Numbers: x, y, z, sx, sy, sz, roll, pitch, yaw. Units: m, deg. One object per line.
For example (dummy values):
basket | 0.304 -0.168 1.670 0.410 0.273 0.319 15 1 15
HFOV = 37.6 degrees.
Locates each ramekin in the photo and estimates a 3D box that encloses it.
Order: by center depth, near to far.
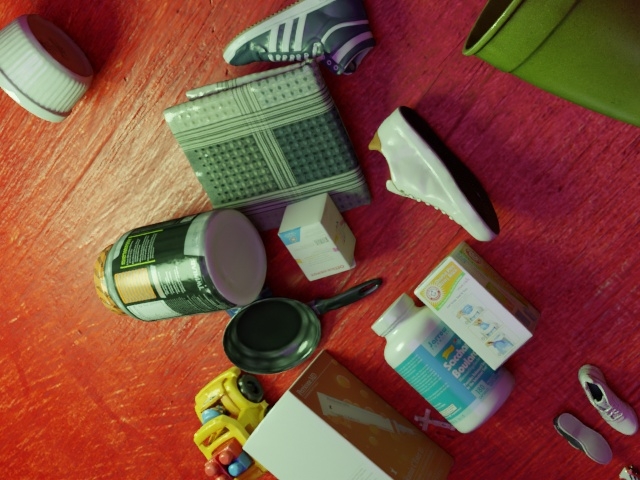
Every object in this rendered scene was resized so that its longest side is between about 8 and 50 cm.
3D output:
ramekin | -0.539 -0.342 1.828 0.109 0.207 0.207 -39 90 15

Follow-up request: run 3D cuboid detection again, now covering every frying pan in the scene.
frying pan | -0.056 0.139 1.838 0.197 0.053 0.326 30 112 -30

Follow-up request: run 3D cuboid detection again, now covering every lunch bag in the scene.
lunch bag | -0.140 0.121 1.887 0.065 0.067 0.098 44 113 3

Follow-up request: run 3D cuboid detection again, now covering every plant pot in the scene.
plant pot | 0.465 -0.339 1.416 0.353 0.366 0.366 33 114 -5

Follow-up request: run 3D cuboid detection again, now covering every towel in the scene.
towel | -0.097 -0.166 1.763 0.324 0.056 0.312 -13 122 21

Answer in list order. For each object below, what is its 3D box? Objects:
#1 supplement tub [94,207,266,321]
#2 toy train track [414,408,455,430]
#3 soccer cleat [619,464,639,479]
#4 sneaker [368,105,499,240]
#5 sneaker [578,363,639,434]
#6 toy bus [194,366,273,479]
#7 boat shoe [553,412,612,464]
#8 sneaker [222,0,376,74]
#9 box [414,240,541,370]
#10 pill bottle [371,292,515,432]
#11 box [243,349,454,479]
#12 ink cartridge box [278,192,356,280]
supplement tub | -0.278 0.054 1.832 0.316 0.193 0.194 -10 102 34
toy train track | 0.225 0.361 1.856 0.083 0.014 0.048 12 109 15
soccer cleat | 0.594 0.452 1.745 0.083 0.029 0.036 38 123 9
sneaker | 0.201 -0.097 1.693 0.123 0.106 0.290 -44 77 28
sneaker | 0.520 0.299 1.709 0.053 0.061 0.152 -40 91 23
toy bus | -0.182 0.397 1.903 0.149 0.211 0.220 -39 89 26
boat shoe | 0.487 0.370 1.753 0.125 0.038 0.046 37 72 0
sneaker | -0.035 -0.343 1.701 0.282 0.099 0.153 -24 94 21
box | 0.286 0.115 1.709 0.203 0.114 0.103 44 115 4
pill bottle | 0.220 0.219 1.744 0.264 0.146 0.146 43 114 3
box | 0.059 0.412 1.820 0.345 0.215 0.168 39 113 5
ink cartridge box | 0.000 0.000 1.772 0.092 0.090 0.143 -16 126 24
